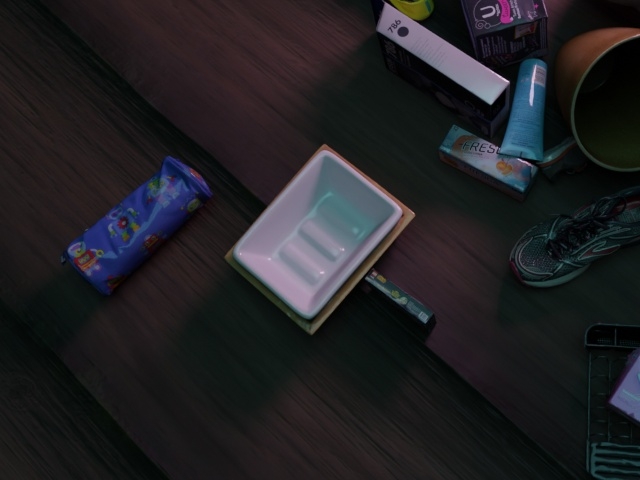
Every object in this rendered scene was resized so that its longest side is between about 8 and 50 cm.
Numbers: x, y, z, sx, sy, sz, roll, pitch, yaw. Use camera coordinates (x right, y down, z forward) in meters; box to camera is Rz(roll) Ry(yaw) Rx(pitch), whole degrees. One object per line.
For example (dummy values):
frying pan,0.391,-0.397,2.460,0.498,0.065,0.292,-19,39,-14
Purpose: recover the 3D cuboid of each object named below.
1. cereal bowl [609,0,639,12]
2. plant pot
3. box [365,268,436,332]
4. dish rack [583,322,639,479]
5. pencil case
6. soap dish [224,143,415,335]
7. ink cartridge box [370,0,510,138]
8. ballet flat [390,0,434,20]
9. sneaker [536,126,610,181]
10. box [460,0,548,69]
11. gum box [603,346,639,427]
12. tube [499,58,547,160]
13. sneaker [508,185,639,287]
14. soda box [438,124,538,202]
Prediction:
cereal bowl,0.647,-0.497,1.653,0.338,0.339,0.141,-14,105,6
plant pot,0.511,-0.280,1.619,0.237,0.237,0.254,-21,28,4
box,0.146,0.109,1.661,0.137,0.094,0.027,37,83,17
dish rack,0.546,0.282,1.548,0.208,0.074,0.272,2,75,12
pencil case,-0.354,-0.033,1.782,0.306,0.119,0.133,-44,63,-4
soap dish,0.000,0.000,1.707,0.229,0.118,0.291,39,84,18
ink cartridge box,0.208,-0.332,1.742,0.332,0.165,0.065,39,85,19
ballet flat,0.136,-0.529,1.858,0.231,0.077,0.077,40,85,18
sneaker,0.477,-0.160,1.709,0.157,0.061,0.065,-28,101,-3
box,0.337,-0.476,1.761,0.142,0.163,0.247,-13,72,10
gum box,0.561,0.266,1.482,0.188,0.062,0.107,32,83,15
tube,0.388,-0.243,1.720,0.080,0.052,0.207,9,64,11
sneaker,0.472,-0.020,1.630,0.299,0.112,0.121,-28,71,2
soda box,0.313,-0.144,1.720,0.183,0.063,0.058,29,81,17
